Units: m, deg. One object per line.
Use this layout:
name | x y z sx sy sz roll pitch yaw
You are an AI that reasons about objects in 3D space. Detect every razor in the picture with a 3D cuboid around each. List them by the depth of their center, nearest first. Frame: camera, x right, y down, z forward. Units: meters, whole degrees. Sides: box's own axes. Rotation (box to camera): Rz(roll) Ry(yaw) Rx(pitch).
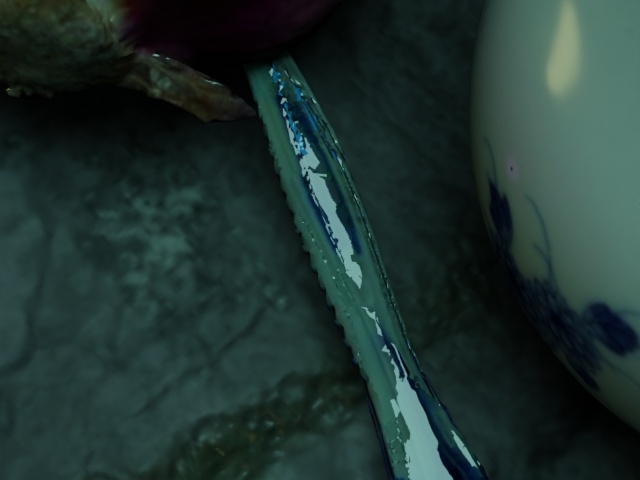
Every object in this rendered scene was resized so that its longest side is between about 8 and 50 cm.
razor | 0.001 -0.005 0.503 0.093 0.056 0.324 -20 73 -14

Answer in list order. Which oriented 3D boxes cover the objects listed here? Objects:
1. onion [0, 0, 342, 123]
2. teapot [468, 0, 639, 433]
onion | -0.094 -0.234 0.490 0.267 0.159 0.349 7 58 -11
teapot | 0.172 -0.056 0.378 0.252 0.280 0.424 -39 71 -16
